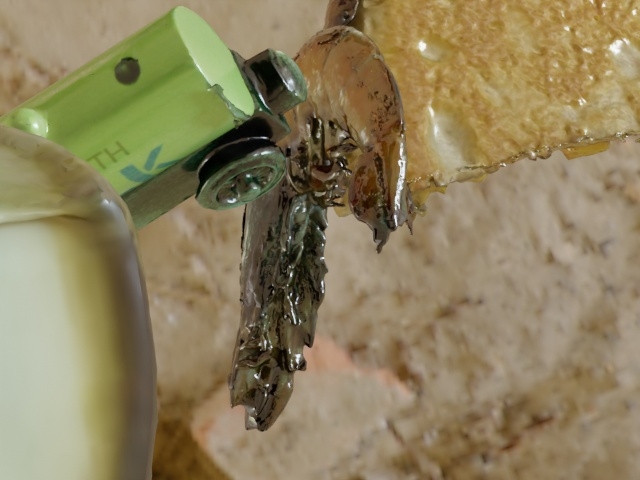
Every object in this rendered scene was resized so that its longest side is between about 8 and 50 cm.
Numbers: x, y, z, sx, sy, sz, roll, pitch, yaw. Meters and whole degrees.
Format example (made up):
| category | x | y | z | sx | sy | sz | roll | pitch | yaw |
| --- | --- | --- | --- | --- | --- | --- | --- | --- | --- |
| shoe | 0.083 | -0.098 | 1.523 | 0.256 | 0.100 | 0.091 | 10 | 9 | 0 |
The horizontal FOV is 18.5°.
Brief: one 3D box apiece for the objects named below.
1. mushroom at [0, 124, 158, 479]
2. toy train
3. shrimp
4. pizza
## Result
| category | x | y | z | sx | sy | sz | roll | pitch | yaw |
| --- | --- | --- | --- | --- | --- | --- | --- | --- | --- |
| mushroom | -0.217 | 0.090 | 0.611 | 0.292 | 0.212 | 0.218 | -19 | 119 | -37 |
| toy train | -0.133 | -0.043 | 1.114 | 0.253 | 0.105 | 0.157 | -30 | 157 | 13 |
| shrimp | 0.000 | 0.000 | 1.324 | 0.054 | 0.222 | 0.290 | 10 | 96 | -25 |
| pizza | 0.156 | -0.230 | 1.900 | 0.434 | 0.392 | 0.080 | -14 | 160 | -21 |
